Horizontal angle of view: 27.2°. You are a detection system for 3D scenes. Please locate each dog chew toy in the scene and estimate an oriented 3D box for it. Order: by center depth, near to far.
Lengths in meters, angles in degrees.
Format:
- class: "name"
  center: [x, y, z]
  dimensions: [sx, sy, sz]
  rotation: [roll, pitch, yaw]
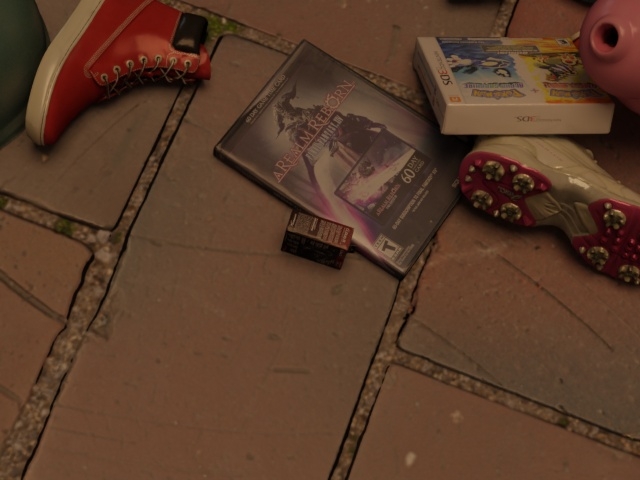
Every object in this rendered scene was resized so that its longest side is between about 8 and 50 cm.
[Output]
- class: "dog chew toy"
  center: [0.425, -0.230, 1.563]
  dimensions: [0.332, 0.206, 0.206]
  rotation: [-3, 63, -45]

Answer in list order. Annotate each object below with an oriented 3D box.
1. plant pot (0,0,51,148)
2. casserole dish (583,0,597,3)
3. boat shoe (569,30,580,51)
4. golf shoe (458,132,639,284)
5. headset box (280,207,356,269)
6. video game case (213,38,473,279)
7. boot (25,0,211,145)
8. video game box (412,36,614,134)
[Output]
- class: "plant pot"
  center: [-0.459, -0.253, 1.504]
  dimensions: [0.293, 0.196, 0.293]
  rotation: [3, 66, -7]
- class: "casserole dish"
  center: [0.328, -0.380, 1.755]
  dimensions: [0.188, 0.037, 0.114]
  rotation: [30, 67, 6]
- class: "boat shoe"
  center: [0.387, -0.262, 1.706]
  dimensions: [0.137, 0.049, 0.043]
  rotation: [-20, 74, -13]
- class: "golf shoe"
  center: [0.319, -0.057, 1.577]
  dimensions: [0.306, 0.115, 0.140]
  rotation: [28, 47, -3]
- class: "headset box"
  center: [0.000, 0.000, 1.532]
  dimensions: [0.083, 0.062, 0.032]
  rotation: [17, 66, 1]
- class: "video game case"
  center: [0.037, -0.102, 1.602]
  dimensions: [0.274, 0.026, 0.196]
  rotation: [34, 67, 6]
- class: "boot"
  center: [-0.231, -0.194, 1.573]
  dimensions: [0.176, 0.088, 0.244]
  rotation: [24, 62, 1]
- class: "video game box"
  center: [0.229, -0.190, 1.605]
  dimensions: [0.205, 0.048, 0.187]
  rotation: [-1, 36, -9]
